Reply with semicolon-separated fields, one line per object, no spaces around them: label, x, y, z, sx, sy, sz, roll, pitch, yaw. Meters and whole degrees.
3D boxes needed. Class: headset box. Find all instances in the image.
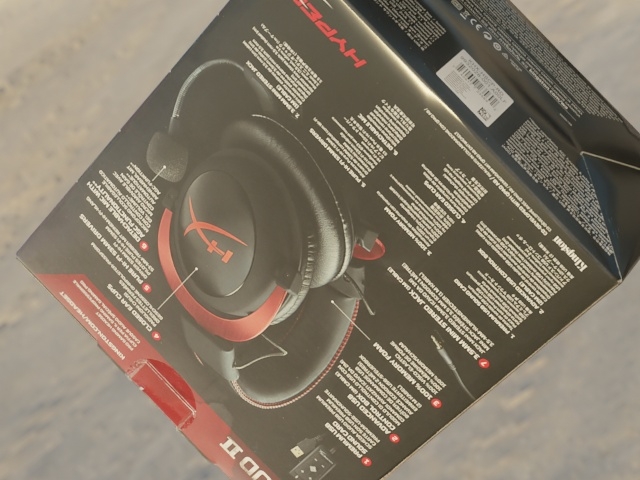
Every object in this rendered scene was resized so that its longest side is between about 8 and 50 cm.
headset box;0.000;0.000;1.000;0.293;0.218;0.110;-46;-2;38
